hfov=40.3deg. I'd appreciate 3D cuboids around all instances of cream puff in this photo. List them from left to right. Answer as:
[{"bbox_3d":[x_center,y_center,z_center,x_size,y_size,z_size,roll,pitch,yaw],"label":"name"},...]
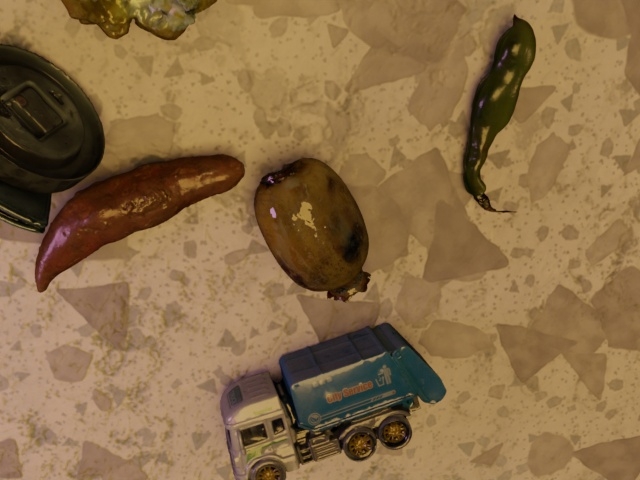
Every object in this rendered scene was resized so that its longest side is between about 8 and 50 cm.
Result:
[{"bbox_3d":[-0.250,-0.350,1.124,0.220,0.195,0.195,15,107,-29],"label":"cream puff"}]

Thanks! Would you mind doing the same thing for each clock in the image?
[{"bbox_3d":[-0.385,-0.159,1.145,0.215,0.215,0.042,40,124,-22],"label":"clock"}]

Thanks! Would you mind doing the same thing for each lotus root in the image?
[{"bbox_3d":[0.001,0.001,1.327,0.154,0.154,0.278,-28,119,-1],"label":"lotus root"}]

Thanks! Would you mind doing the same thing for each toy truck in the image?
[{"bbox_3d":[0.015,0.269,1.431,0.367,0.146,0.175,-19,106,-8],"label":"toy truck"}]

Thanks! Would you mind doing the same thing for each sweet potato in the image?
[{"bbox_3d":[-0.281,-0.051,1.267,0.354,0.095,0.106,-29,109,-2],"label":"sweet potato"}]

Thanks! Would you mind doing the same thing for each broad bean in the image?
[{"bbox_3d":[0.278,-0.192,1.362,0.098,0.056,0.318,-6,117,-17],"label":"broad bean"}]

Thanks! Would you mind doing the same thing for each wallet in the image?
[{"bbox_3d":[-0.481,-0.107,1.119,0.290,0.251,0.054,34,97,-20],"label":"wallet"}]
